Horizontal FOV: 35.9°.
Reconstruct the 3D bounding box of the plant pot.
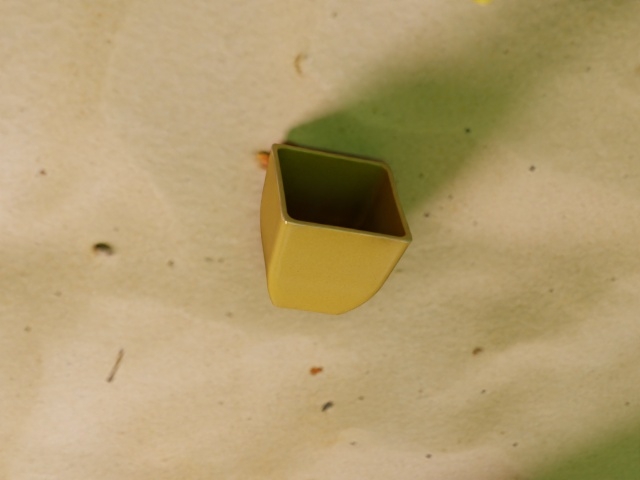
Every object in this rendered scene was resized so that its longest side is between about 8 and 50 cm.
[{"bbox_3d":[0.000,0.000,0.625,0.081,0.081,0.083,9,128,-16],"label":"plant pot"}]
